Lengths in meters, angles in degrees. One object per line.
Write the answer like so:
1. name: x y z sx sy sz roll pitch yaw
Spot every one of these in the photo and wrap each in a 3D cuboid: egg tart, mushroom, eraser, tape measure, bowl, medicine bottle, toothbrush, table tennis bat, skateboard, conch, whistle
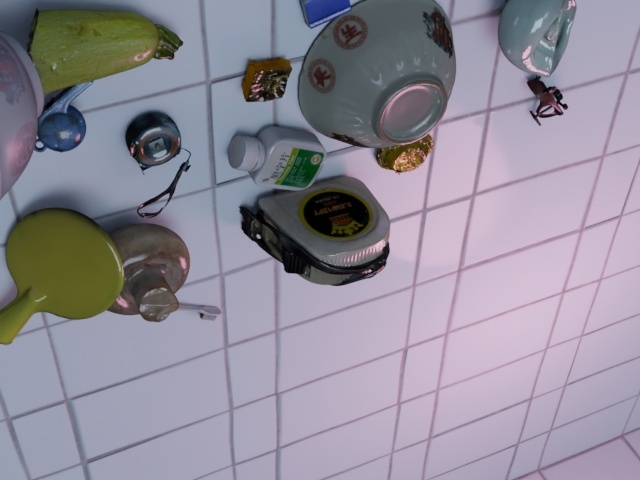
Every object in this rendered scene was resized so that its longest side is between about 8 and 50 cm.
1. egg tart: 0.181 -0.182 2.073 0.130 0.052 0.130 -16 146 -11
2. mushroom: -0.336 0.073 1.884 0.204 0.204 0.204 -18 138 -17
3. eraser: 0.008 -0.417 1.742 0.084 0.027 0.063 -27 141 -8
4. tape measure: -0.286 -0.135 1.733 0.104 0.180 0.107 -15 141 4
5. bowl: -0.509 -0.213 1.436 0.157 0.345 0.345 -36 148 -37
6. medicine bottle: -0.085 -0.160 1.912 0.183 0.069 0.119 6 129 -36
7. toothbrush: -0.354 0.138 2.074 0.342 0.025 0.030 11 126 -41
8. table tennis bat: -0.508 0.082 1.834 0.224 0.054 0.368 42 120 -10
9. skateboard: 0.486 -0.303 2.151 0.080 0.067 0.151 -34 145 16
10. conch: 0.429 -0.422 1.939 0.185 0.121 0.221 -35 148 -3
11. tape measure: 0.000 0.000 2.003 0.271 0.231 0.133 -13 139 -23
12. bowl: 0.138 -0.282 1.866 0.337 0.157 0.337 -17 138 -16
13. whistle: -0.417 -0.200 1.641 0.158 0.090 0.090 -38 140 6

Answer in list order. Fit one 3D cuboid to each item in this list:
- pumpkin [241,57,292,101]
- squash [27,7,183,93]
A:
1. pumpkin: -0.095 -0.287 1.787 0.083 0.054 0.074 -13 141 -30
2. squash: -0.346 -0.322 1.560 0.287 0.137 0.137 -22 141 -30
